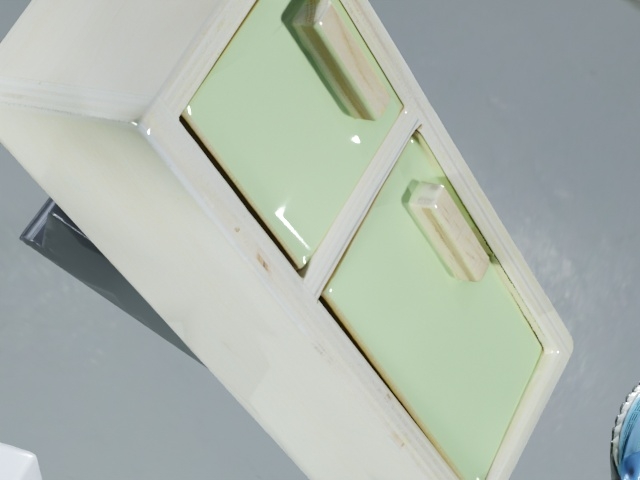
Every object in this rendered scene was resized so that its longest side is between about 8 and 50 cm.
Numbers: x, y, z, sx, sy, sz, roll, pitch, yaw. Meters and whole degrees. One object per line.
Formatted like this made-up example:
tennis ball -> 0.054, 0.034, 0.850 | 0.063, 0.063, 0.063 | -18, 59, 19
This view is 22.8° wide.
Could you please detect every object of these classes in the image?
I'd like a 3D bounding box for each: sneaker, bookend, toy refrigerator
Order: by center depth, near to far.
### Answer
toy refrigerator -> 0.000, 0.000, 0.595 | 0.094, 0.269, 0.102 | 11, 60, 39
bookend -> -0.073, -0.006, 0.849 | 0.157, 0.156, 0.072 | 34, 68, 0
sneaker -> 0.270, 0.130, 1.167 | 0.073, 0.063, 0.162 | 26, 57, 33

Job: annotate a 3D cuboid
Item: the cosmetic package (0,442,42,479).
cosmetic package -> -0.256, 0.260, 0.930 | 0.138, 0.225, 0.224 | 14, 45, 17
